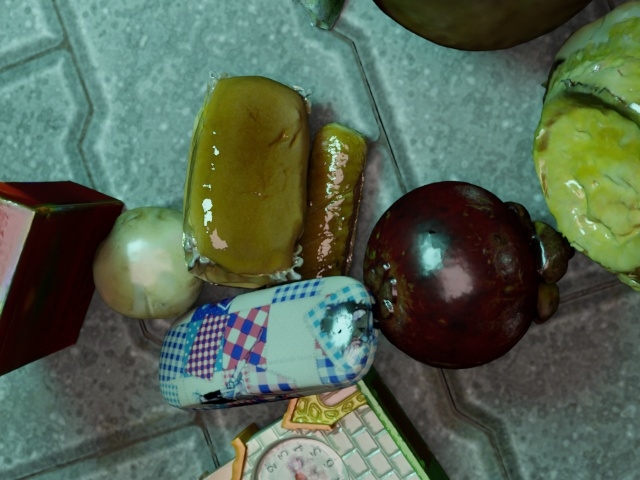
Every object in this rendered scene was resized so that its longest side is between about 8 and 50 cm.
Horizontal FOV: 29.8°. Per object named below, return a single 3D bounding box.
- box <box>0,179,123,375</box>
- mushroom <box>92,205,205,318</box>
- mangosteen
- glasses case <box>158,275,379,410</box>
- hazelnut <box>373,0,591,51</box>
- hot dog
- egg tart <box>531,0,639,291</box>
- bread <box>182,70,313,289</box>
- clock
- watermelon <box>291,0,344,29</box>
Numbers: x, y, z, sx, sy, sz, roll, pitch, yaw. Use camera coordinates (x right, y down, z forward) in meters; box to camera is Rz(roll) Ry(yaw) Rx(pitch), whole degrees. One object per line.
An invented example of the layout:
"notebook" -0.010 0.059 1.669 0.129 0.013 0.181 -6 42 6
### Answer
"box" -0.335 0.037 1.363 0.089 0.313 0.197 21 95 5
"mushroom" -0.202 0.027 1.445 0.148 0.112 0.148 0 91 6
"mangosteen" 0.177 0.036 1.356 0.258 0.215 0.215 -7 92 -22
"glasses case" -0.067 0.121 1.381 0.327 0.076 0.125 -14 63 39
"hazelnut" 0.198 -0.390 1.233 0.359 0.409 0.359 4 78 -18
"hot dog" -0.001 0.000 1.442 0.088 0.061 0.285 8 93 19
"egg tart" 0.330 -0.079 1.264 0.132 0.345 0.345 -21 89 -28
"bread" -0.084 -0.070 1.388 0.136 0.107 0.241 8 73 -11
"clock" -0.005 0.283 1.430 0.255 0.106 0.219 -35 87 9
"watermelon" -0.035 -0.345 1.429 0.139 0.071 0.187 -1 93 13
